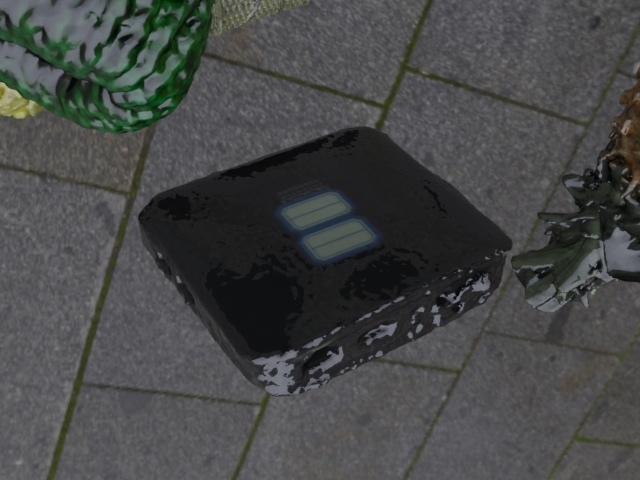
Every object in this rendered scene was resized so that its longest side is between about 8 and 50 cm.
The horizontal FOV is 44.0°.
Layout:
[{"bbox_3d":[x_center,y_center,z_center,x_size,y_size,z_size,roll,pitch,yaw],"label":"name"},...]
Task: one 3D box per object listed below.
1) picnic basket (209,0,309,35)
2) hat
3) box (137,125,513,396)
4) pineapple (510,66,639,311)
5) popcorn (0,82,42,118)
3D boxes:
[{"bbox_3d":[-0.131,-0.432,1.305,0.196,0.154,0.134,-29,133,-31],"label":"picnic basket"},{"bbox_3d":[-0.206,-0.294,0.766,0.274,0.242,0.332,29,71,-16],"label":"hat"},{"bbox_3d":[0.000,0.000,0.947,0.359,0.350,0.091,-22,133,-24],"label":"box"},{"bbox_3d":[0.285,-0.045,0.696,0.141,0.170,0.310,19,135,-15],"label":"pineapple"},{"bbox_3d":[-0.490,-0.278,1.205,0.167,0.187,0.186,-5,114,-20],"label":"popcorn"}]
